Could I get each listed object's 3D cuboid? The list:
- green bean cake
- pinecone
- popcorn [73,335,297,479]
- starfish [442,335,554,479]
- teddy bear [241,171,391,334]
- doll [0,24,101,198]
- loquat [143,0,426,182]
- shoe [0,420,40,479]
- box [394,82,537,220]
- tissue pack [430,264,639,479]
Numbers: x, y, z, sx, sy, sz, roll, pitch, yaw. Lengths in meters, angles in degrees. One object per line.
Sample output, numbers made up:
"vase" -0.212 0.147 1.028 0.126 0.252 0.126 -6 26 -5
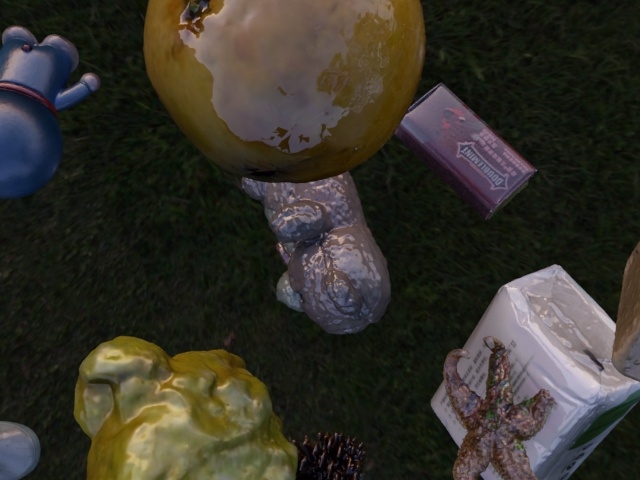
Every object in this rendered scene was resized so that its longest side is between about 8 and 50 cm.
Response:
"green bean cake" 0.363 0.060 0.889 0.085 0.179 0.109 22 132 8
"pinecone" 0.000 0.433 1.620 0.165 0.163 0.163 10 97 13
"popcorn" -0.198 0.309 1.249 0.293 0.292 0.334 -22 59 7
"starfish" 0.205 0.215 0.973 0.150 0.210 0.053 -44 146 25
"teddy bear" 0.001 -0.001 1.160 0.151 0.236 0.267 -19 77 12
"doll" -0.240 -0.094 0.678 0.114 0.085 0.152 10 65 -2
"loquat" -0.033 -0.184 0.808 0.263 0.263 0.263 -1 98 -8
"shoe" -0.445 0.263 1.049 0.195 0.078 0.079 3 100 6
"box" 0.241 -0.150 1.452 0.120 0.069 0.224 -39 77 -18
"tissue pack" 0.382 0.259 1.534 0.193 0.266 0.356 -14 143 -33
